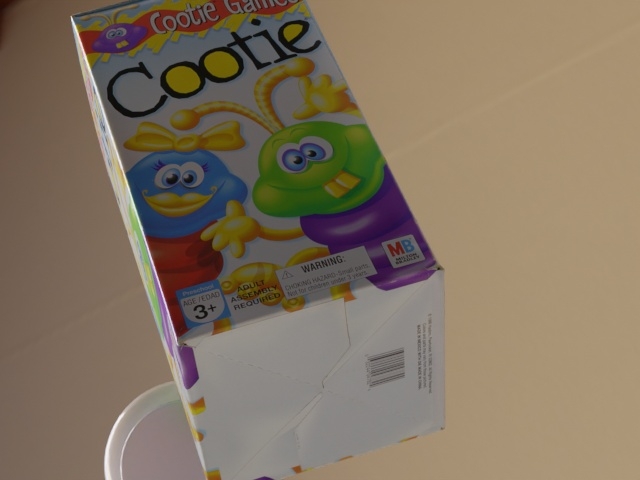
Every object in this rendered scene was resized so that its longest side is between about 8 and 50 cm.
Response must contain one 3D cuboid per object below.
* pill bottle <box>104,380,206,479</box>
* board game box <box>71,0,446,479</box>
[{"bbox_3d":[-0.086,0.146,0.957,0.108,0.193,0.108,0,-97,-4],"label":"pill bottle"},{"bbox_3d":[-0.041,-0.015,0.849,0.142,0.144,0.275,-15,-133,-9],"label":"board game box"}]
